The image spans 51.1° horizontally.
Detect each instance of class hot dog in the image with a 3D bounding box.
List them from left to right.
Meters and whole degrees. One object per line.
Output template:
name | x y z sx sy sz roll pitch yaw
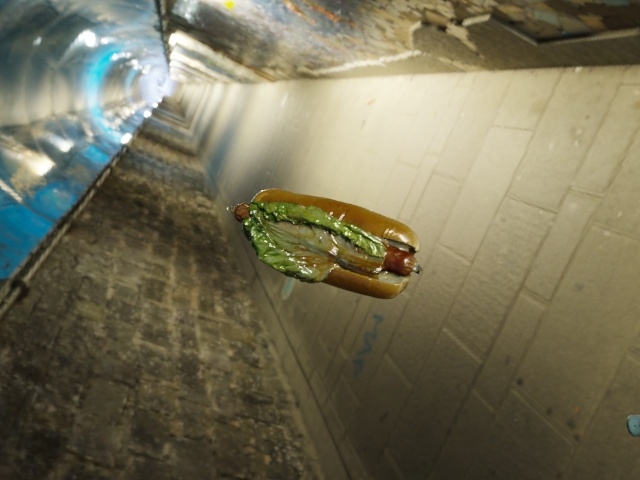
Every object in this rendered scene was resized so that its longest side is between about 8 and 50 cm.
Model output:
hot dog | 0.000 0.000 0.418 0.057 0.133 0.041 -72 -19 -1

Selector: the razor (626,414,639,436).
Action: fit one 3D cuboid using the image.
razor | 0.270 0.114 0.435 0.135 0.068 0.040 -17 55 38
